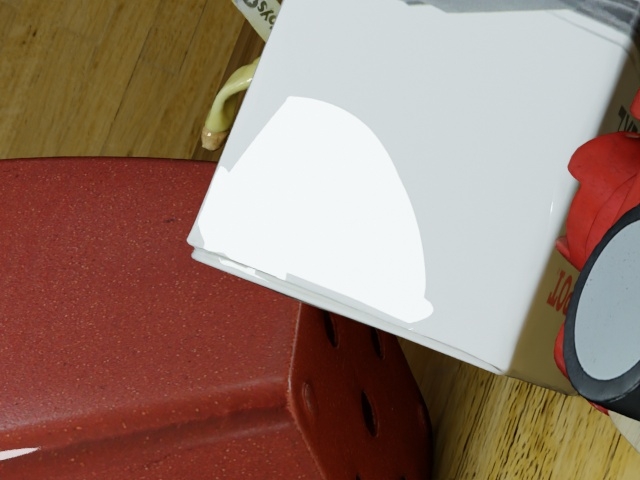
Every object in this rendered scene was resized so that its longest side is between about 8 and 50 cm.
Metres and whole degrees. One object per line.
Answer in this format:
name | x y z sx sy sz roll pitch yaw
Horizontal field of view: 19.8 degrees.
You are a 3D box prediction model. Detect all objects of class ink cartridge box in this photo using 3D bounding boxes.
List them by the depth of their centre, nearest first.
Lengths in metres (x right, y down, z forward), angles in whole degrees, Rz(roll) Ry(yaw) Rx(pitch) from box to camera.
ink cartridge box | 0.088 -0.103 0.719 0.307 0.129 0.223 -68 -16 -1

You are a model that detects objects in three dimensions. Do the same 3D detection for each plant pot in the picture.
plant pot | -0.082 0.111 0.906 0.267 0.235 0.267 -82 -26 -54

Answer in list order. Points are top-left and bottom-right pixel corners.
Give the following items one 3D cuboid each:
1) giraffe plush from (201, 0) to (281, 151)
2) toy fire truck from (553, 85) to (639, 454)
giraffe plush | 0.059 -0.067 0.973 0.170 0.210 0.181 31 93 48
toy fire truck | 0.148 -0.053 0.554 0.217 0.158 0.246 -66 21 11
